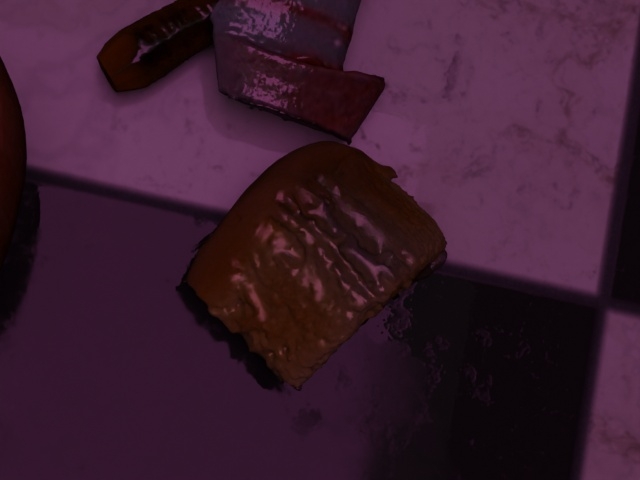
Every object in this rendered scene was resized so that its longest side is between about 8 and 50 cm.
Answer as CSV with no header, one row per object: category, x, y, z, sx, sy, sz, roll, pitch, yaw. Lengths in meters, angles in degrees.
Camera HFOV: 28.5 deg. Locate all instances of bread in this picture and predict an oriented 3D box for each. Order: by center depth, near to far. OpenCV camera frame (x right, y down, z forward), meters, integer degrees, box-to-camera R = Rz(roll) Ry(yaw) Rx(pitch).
bread,0.000,0.000,1.287,0.204,0.163,0.262,43,63,9

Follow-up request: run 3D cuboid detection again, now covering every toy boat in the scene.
toy boat,0.000,-0.261,1.329,0.206,0.096,0.282,20,90,-19

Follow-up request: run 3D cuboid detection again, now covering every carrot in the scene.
carrot,-0.094,-0.252,1.349,0.314,0.066,0.066,-31,89,-14

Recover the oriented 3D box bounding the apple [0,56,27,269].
apple,-0.444,-0.061,1.100,0.391,0.346,0.392,-12,60,21
